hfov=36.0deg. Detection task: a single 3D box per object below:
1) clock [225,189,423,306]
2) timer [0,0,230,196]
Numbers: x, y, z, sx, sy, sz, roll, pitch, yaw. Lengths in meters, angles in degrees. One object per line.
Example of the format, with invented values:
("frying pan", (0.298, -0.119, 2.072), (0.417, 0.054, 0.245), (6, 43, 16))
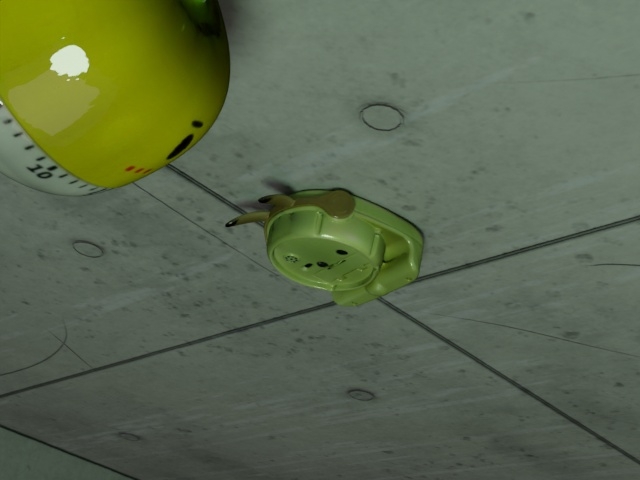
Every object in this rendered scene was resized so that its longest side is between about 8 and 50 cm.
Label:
("clock", (0.000, 0.000, 1.237), (0.232, 0.069, 0.170), (27, 148, -26))
("timer", (-0.156, -0.187, 0.792), (0.285, 0.285, 0.285), (9, 151, 5))
